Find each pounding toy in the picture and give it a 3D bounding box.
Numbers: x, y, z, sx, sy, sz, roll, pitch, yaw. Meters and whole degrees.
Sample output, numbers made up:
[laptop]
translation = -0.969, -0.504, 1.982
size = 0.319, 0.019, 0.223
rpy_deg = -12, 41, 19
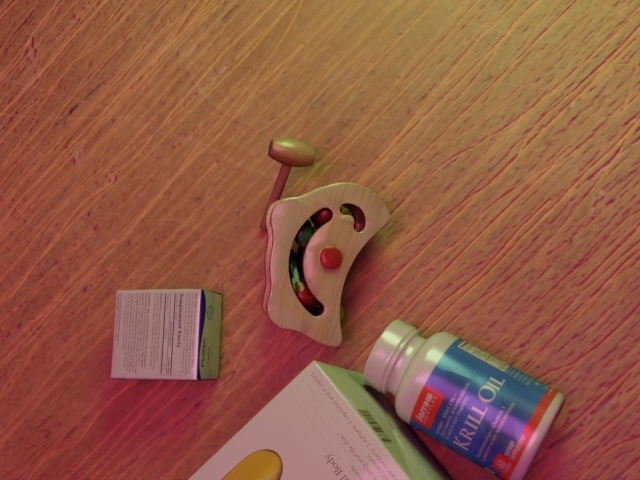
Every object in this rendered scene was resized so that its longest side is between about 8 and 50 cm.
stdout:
[pounding toy]
translation = 0.000, 0.000, 1.115
size = 0.154, 0.155, 0.269
rpy_deg = 3, 90, -10

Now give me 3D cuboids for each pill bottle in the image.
[pill bottle]
translation = 0.167, 0.187, 0.996
size = 0.222, 0.124, 0.124
rpy_deg = 27, 89, 21

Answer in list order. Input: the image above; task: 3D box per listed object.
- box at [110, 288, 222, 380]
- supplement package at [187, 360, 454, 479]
[box]
translation = -0.215, 0.133, 1.159
size = 0.137, 0.072, 0.126
rpy_deg = -2, 79, 19
[supplement package]
translation = -0.008, 0.312, 0.984
size = 0.263, 0.198, 0.199
rpy_deg = -44, 65, 6
